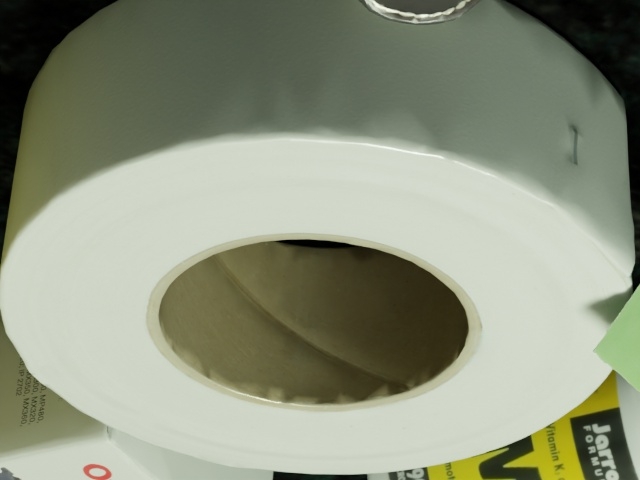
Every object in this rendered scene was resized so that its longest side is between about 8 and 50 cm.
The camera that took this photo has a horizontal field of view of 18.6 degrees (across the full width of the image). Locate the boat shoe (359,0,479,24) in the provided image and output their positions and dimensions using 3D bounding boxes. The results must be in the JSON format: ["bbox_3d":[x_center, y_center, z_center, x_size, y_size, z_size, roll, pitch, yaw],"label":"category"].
[{"bbox_3d":[0.048,-0.162,0.659,0.102,0.092,0.285,8,145,-8],"label":"boat shoe"}]

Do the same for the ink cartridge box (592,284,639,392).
[{"bbox_3d":[0.244,0.045,0.895,0.056,0.171,0.235,30,173,47],"label":"ink cartridge box"}]

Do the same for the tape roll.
[{"bbox_3d":[0.000,0.000,0.894,0.286,0.100,0.286,2,145,1],"label":"tape roll"}]

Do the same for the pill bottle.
[{"bbox_3d":[0.139,0.107,1.024,0.208,0.119,0.119,-17,141,26],"label":"pill bottle"}]

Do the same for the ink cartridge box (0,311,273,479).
[{"bbox_3d":[-0.167,0.126,1.086,0.237,0.100,0.172,-14,143,23],"label":"ink cartridge box"}]
